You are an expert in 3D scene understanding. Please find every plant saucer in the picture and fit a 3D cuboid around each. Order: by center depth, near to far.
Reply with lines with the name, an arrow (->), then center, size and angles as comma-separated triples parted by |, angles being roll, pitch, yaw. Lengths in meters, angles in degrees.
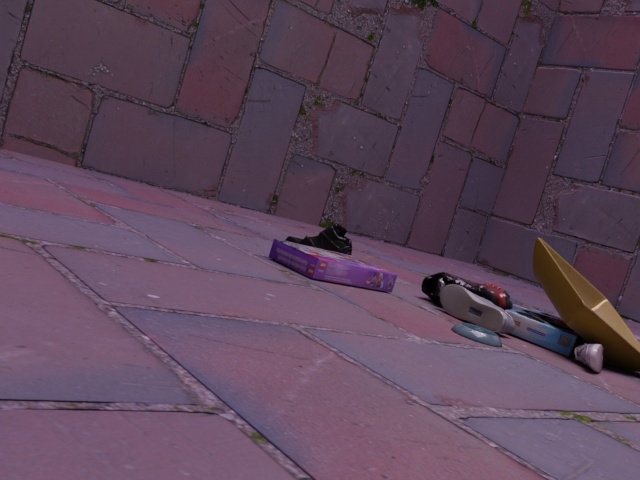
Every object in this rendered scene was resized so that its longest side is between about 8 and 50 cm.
plant saucer -> 0.359, 0.211, 1.611 | 0.119, 0.021, 0.119 | 17, 5, -2
plant saucer -> 0.696, 0.182, 1.858 | 0.333, 0.081, 0.332 | 37, 21, -23

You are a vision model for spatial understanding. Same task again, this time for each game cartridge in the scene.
game cartridge -> 0.686, 0.243, 2.207 | 0.297, 0.062, 0.198 | 18, 1, 17

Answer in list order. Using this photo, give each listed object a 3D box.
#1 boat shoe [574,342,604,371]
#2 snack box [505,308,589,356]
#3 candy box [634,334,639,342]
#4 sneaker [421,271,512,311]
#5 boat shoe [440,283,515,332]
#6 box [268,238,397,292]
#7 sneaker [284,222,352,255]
boat shoe -> 0.634, 0.270, 1.675 | 0.063, 0.066, 0.184 | 4, 1, 25
snack box -> 0.620, 0.243, 1.911 | 0.187, 0.060, 0.322 | 21, 6, 29
candy box -> 0.962, 0.331, 2.039 | 0.165, 0.070, 0.196 | 17, 5, 0
sneaker -> 0.390, 0.150, 1.949 | 0.135, 0.097, 0.276 | 12, 2, -41
boat shoe -> 0.404, 0.184, 1.827 | 0.081, 0.079, 0.227 | 25, 4, -39
box -> 0.035, 0.069, 1.900 | 0.293, 0.057, 0.201 | 13, 6, -40
sneaker -> 0.000, 0.000, 2.160 | 0.227, 0.130, 0.087 | 17, 2, 31
